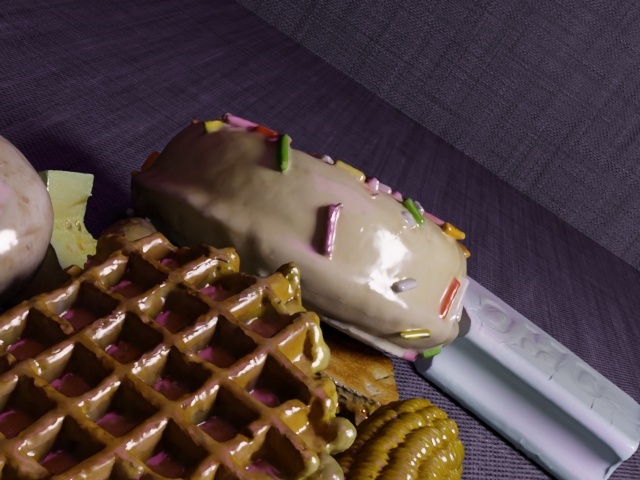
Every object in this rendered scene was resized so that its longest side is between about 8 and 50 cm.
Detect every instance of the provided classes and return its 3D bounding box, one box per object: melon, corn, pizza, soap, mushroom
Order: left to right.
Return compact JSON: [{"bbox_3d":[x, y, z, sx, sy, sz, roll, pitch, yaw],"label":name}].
[{"bbox_3d":[-0.282,-0.014,0.776,0.166,0.127,0.166,16,43,-16],"label":"mushroom"},{"bbox_3d":[-0.192,0.020,0.857,0.209,0.118,0.064,51,9,13],"label":"melon"},{"bbox_3d":[0.020,0.139,1.017,0.175,0.046,0.134,16,23,-43],"label":"pizza"},{"bbox_3d":[0.040,0.206,0.779,0.120,0.120,0.363,36,15,5],"label":"corn"},{"bbox_3d":[0.234,0.160,1.251,0.289,0.095,0.173,37,18,10],"label":"soap"}]

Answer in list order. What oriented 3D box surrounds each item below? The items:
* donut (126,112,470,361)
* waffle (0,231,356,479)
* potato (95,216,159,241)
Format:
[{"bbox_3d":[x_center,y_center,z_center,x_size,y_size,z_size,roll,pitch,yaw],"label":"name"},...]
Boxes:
[{"bbox_3d":[-0.004,-0.002,1.071,0.371,0.150,0.307,27,-1,-24],"label":"donut"},{"bbox_3d":[-0.125,0.093,0.694,0.301,0.058,0.281,-11,44,-25],"label":"waffle"},{"bbox_3d":[-0.149,0.038,0.946,0.138,0.070,0.091,47,17,30],"label":"potato"}]
